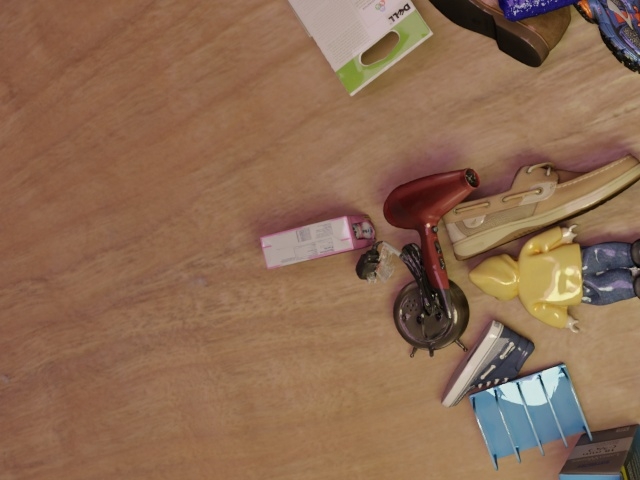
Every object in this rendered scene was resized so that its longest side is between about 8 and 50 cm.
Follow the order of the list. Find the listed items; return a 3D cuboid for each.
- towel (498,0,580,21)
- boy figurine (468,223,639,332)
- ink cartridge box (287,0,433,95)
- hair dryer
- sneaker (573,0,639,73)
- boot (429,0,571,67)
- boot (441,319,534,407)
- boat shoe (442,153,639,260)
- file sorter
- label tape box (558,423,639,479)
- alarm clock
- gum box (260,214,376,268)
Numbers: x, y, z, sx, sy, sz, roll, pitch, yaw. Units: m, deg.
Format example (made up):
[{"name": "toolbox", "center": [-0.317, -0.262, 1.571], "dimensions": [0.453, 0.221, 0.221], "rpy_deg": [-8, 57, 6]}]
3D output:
[{"name": "towel", "center": [0.402, -0.487, 1.363], "dimensions": [0.308, 0.076, 0.227], "rpy_deg": [-18, 74, 13]}, {"name": "boy figurine", "center": [0.388, 0.065, 1.450], "dimensions": [0.285, 0.092, 0.177], "rpy_deg": [-7, 91, 26]}, {"name": "ink cartridge box", "center": [0.070, -0.407, 1.560], "dimensions": [0.189, 0.097, 0.255], "rpy_deg": [-35, 81, 22]}, {"name": "hair dryer", "center": [0.188, -0.002, 1.489], "dimensions": [0.224, 0.080, 0.293], "rpy_deg": [40, 124, 32]}, {"name": "sneaker", "center": [0.475, -0.350, 1.388], "dimensions": [0.087, 0.083, 0.221], "rpy_deg": [-38, 80, 17]}, {"name": "boot", "center": [0.277, -0.415, 1.477], "dimensions": [0.305, 0.112, 0.115], "rpy_deg": [38, 85, 17]}, {"name": "boot", "center": [0.287, 0.231, 1.524], "dimensions": [0.086, 0.069, 0.190], "rpy_deg": [29, 117, 1]}, {"name": "boat shoe", "center": [0.353, -0.074, 1.438], "dimensions": [0.341, 0.122, 0.110], "rpy_deg": [-25, 82, 26]}, {"name": "file sorter", "center": [0.344, 0.293, 1.452], "dimensions": [0.170, 0.104, 0.118], "rpy_deg": [-21, 89, 10]}, {"name": "label tape box", "center": [0.442, 0.437, 1.317], "dimensions": [0.106, 0.334, 0.240], "rpy_deg": [-15, 87, 25]}, {"name": "alarm clock", "center": [0.190, 0.109, 1.562], "dimensions": [0.129, 0.064, 0.192], "rpy_deg": [-11, 86, 25]}, {"name": "gum box", "center": [0.000, 0.000, 1.613], "dimensions": [0.188, 0.107, 0.062], "rpy_deg": [-13, 88, 25]}]
